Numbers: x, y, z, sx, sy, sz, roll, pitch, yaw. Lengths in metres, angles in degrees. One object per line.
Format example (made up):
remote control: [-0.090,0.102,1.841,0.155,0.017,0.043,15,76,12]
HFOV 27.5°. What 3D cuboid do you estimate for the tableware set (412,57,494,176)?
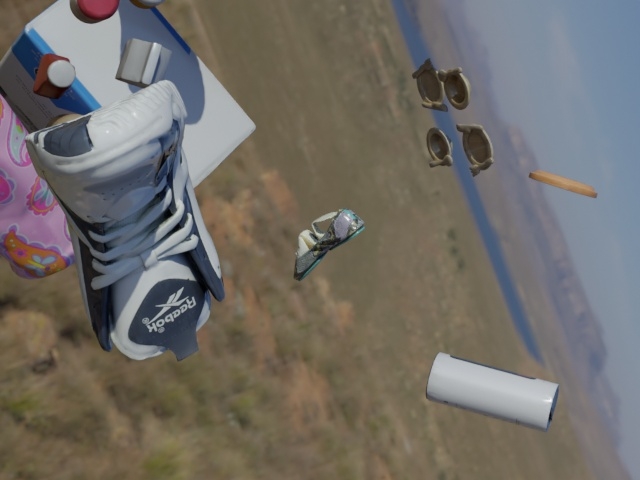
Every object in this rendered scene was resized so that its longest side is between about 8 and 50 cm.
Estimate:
tableware set: [0.175,-0.165,1.762,0.141,0.020,0.169,3,-69,63]

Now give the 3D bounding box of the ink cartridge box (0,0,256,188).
ink cartridge box: [-0.300,-0.170,1.805,0.285,0.166,0.395,50,-25,-10]

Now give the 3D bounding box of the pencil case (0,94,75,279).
pencil case: [-0.383,-0.078,1.555,0.124,0.124,0.284,-101,167,-45]

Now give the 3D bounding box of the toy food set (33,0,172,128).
toy food set: [-0.197,-0.151,1.201,0.104,0.111,0.232,16,-92,71]

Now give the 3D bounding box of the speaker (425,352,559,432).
speaker: [0.185,0.163,1.403,0.055,0.136,0.055,14,90,-73]

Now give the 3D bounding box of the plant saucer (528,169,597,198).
plant saucer: [0.288,-0.068,1.548,0.083,0.083,0.013,-37,145,-81]

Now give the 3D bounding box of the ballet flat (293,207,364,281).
ballet flat: [0.000,0.000,1.330,0.041,0.114,0.041,22,49,-27]

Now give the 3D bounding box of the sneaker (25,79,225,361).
sneaker: [-0.103,0.000,0.771,0.153,0.094,0.235,66,-16,-2]
